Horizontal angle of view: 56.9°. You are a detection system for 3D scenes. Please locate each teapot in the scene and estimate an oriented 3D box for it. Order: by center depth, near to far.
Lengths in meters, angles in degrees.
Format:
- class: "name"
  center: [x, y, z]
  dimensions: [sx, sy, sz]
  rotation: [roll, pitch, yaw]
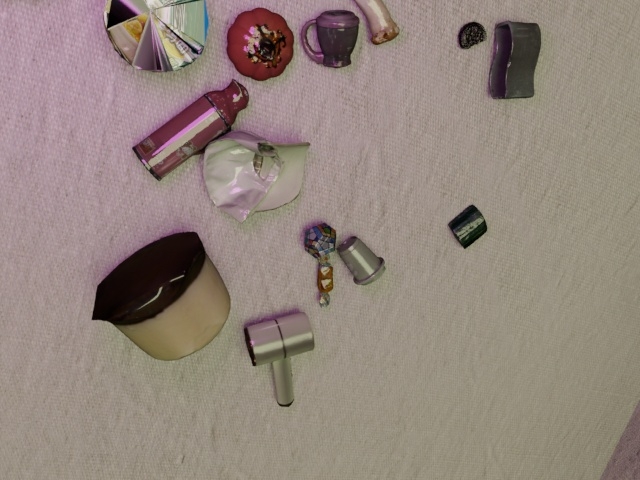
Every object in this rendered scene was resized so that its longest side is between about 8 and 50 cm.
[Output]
- class: "teapot"
  center: [0.032, -0.536, 1.589]
  dimensions: [0.148, 0.116, 0.146]
  rotation: [-13, 124, -19]

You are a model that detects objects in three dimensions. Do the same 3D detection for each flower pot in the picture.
- class: "flower pot"
  center: [0.589, -0.544, 1.793]
  dimensions: [0.108, 0.103, 0.229]
  rotation: [-5, 110, -19]

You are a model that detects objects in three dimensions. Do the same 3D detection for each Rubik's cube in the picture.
- class: "Rubik's cube"
  center: [0.000, 0.000, 1.792]
  dimensions: [0.111, 0.093, 0.111]
  rotation: [-7, 110, -19]

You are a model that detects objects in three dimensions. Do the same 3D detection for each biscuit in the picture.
- class: "biscuit"
  center: [0.453, -0.608, 1.761]
  dimensions: [0.089, 0.027, 0.087]
  rotation: [16, 103, -25]

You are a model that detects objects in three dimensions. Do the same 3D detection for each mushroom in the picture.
- class: "mushroom"
  center: [0.137, -0.635, 1.615]
  dimensions: [0.084, 0.071, 0.209]
  rotation: [-23, 118, 26]

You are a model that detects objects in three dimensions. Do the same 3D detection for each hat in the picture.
- class: "hat"
  center: [-0.166, -0.215, 1.637]
  dimensions: [0.301, 0.168, 0.258]
  rotation: [-20, 142, -38]

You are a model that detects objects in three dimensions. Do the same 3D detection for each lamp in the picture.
- class: "lamp"
  center: [-0.151, -0.502, 1.518]
  dimensions: [0.182, 0.140, 0.182]
  rotation: [-8, 112, -22]

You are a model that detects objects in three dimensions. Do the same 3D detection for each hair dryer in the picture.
- class: "hair dryer"
  center: [-0.122, 0.408, 1.901]
  dimensions: [0.203, 0.128, 0.362]
  rotation: [-14, 122, -16]

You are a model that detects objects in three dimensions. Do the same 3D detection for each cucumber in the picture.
- class: "cucumber"
  center: [0.502, -0.038, 1.980]
  dimensions: [0.115, 0.062, 0.116]
  rotation: [-38, 116, 1]

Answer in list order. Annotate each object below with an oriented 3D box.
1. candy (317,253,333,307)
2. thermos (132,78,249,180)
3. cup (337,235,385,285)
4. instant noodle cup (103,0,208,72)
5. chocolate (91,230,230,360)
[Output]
- class: "candy"
  center: [0.013, 0.124, 1.872]
  dimensions: [0.053, 0.046, 0.182]
  rotation: [-4, 106, -15]
- class: "thermos"
  center: [-0.319, -0.288, 1.555]
  dimensions: [0.330, 0.109, 0.136]
  rotation: [-38, 117, -3]
- class: "cup"
  center: [0.126, 0.060, 1.854]
  dimensions: [0.120, 0.120, 0.141]
  rotation: [-38, 109, -3]
- class: "instant noodle cup"
  center: [-0.394, -0.520, 1.399]
  dimensions: [0.240, 0.178, 0.240]
  rotation: [-7, 112, -18]
- class: "chocolate"
  center: [-0.390, 0.172, 1.584]
  dimensions: [0.314, 0.326, 0.297]
  rotation: [-34, 113, -3]
